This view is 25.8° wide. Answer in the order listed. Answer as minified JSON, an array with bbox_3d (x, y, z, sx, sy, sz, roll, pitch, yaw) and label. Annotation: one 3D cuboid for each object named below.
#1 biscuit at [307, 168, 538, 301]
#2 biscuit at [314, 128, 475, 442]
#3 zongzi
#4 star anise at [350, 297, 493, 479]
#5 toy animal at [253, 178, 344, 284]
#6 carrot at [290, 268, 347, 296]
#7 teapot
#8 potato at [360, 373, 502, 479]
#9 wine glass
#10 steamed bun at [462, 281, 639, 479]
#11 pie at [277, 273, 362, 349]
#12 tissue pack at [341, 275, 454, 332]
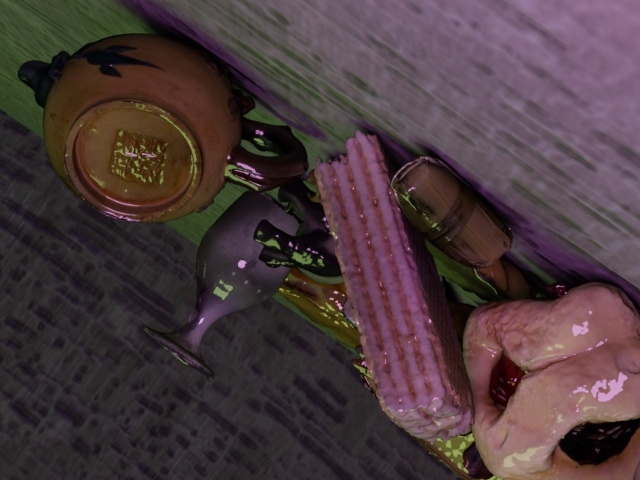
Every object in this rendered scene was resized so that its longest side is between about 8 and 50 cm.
[{"bbox_3d":[0.075,-0.013,1.280,0.187,0.036,0.273,39,173,-30],"label":"biscuit"},{"bbox_3d":[0.058,0.037,1.089,0.108,0.062,0.238,45,-152,-62],"label":"biscuit"},{"bbox_3d":[0.088,-0.031,1.075,0.104,0.052,0.113,45,-177,-19],"label":"zongzi"},{"bbox_3d":[0.167,0.137,1.214,0.288,0.088,0.288,16,-151,-9],"label":"star anise"},{"bbox_3d":[0.000,0.000,1.544,0.121,0.094,0.225,25,171,4],"label":"toy animal"},{"bbox_3d":[0.026,0.043,1.784,0.062,0.066,0.271,59,168,-10],"label":"carrot"},{"bbox_3d":[-0.141,-0.111,1.253,0.269,0.173,0.182,12,-147,-6],"label":"teapot"},{"bbox_3d":[0.192,0.196,1.806,0.272,0.160,0.111,41,-148,20],"label":"potato"},{"bbox_3d":[-0.122,0.056,1.843,0.126,0.241,0.126,35,172,6],"label":"wine glass"},{"bbox_3d":[0.198,0.101,1.068,0.141,0.172,0.155,-2,155,-19],"label":"steamed bun"},{"bbox_3d":[0.029,0.091,2.030,0.339,0.083,0.339,36,171,7],"label":"pie"},{"bbox_3d":[0.094,0.082,1.581,0.090,0.103,0.170,40,175,23],"label":"tissue pack"}]
